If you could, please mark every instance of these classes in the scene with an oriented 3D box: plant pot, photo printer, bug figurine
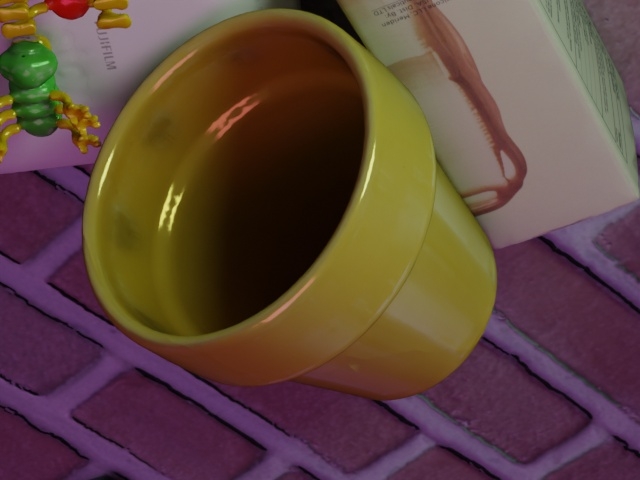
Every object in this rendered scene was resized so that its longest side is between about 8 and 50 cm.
[{"bbox_3d":[0.000,0.000,1.315,0.254,0.254,0.239,-29,142,24],"label":"plant pot"},{"bbox_3d":[-0.169,-0.174,1.371,0.307,0.107,0.256,-6,133,5],"label":"photo printer"},{"bbox_3d":[-0.268,-0.144,1.278,0.279,0.072,0.216,-4,137,-2],"label":"bug figurine"}]

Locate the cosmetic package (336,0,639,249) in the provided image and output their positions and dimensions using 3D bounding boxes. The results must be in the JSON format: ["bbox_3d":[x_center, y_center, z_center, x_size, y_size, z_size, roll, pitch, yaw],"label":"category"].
[{"bbox_3d":[0.121,-0.154,1.365,0.129,0.153,0.296,-21,128,19],"label":"cosmetic package"}]
